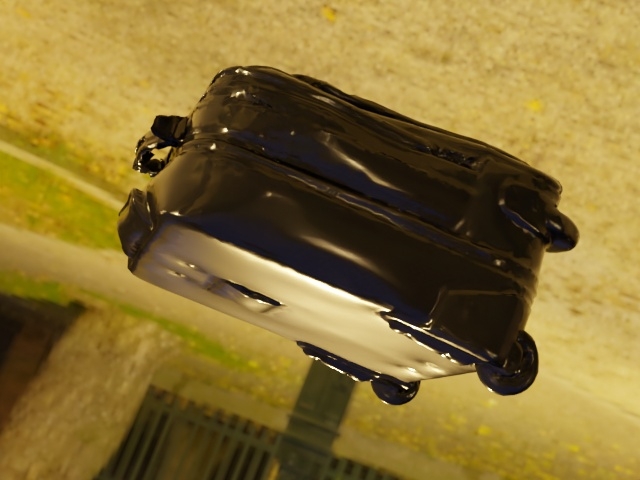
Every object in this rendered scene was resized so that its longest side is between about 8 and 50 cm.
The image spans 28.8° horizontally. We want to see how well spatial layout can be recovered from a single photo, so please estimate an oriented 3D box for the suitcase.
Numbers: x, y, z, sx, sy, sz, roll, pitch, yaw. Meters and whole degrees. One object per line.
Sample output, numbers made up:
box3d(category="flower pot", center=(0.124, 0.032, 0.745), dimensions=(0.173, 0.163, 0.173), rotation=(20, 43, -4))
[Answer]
box3d(category="suitcase", center=(0.000, 0.000, 1.038), dimensions=(0.339, 0.188, 0.345), rotation=(22, 168, -10))
